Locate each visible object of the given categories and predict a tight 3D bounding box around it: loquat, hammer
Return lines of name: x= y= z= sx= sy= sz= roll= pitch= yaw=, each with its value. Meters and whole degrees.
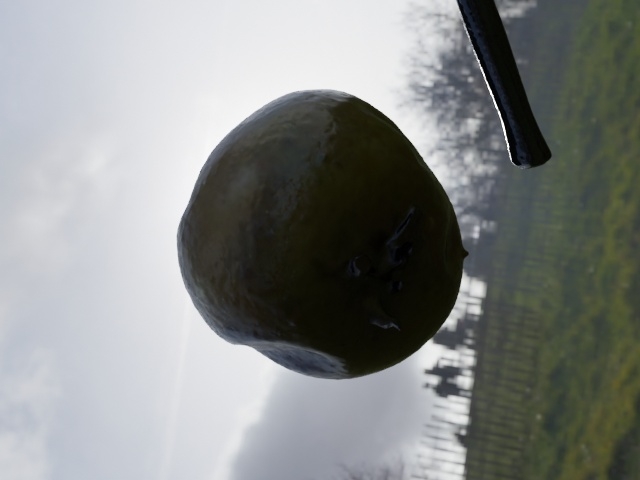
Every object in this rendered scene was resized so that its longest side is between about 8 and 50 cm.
loquat: x=0.001 y=0.005 z=0.816 sx=0.213 sy=0.213 sz=0.213 roll=7 pitch=-90 yaw=-69
hammer: x=0.086 y=-0.140 z=0.625 sx=0.029 sy=0.103 sz=0.246 roll=-46 pitch=-57 yaw=-28
